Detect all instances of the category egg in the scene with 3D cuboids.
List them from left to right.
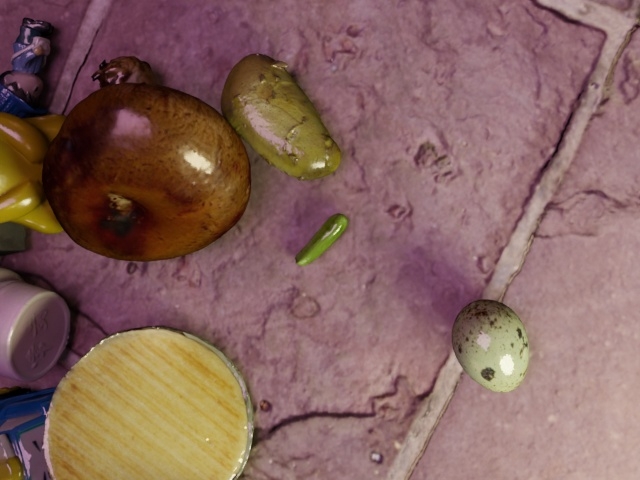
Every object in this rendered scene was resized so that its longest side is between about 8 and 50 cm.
[{"bbox_3d":[0.195,0.121,1.169,0.085,0.085,0.110,-19,98,21],"label":"egg"}]

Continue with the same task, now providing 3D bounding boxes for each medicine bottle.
[{"bbox_3d":[-0.483,0.100,1.408,0.255,0.152,0.152,14,95,24],"label":"medicine bottle"}]

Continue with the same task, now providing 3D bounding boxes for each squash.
[{"bbox_3d":[0.001,0.001,1.281,0.027,0.027,0.089,47,107,16],"label":"squash"}]

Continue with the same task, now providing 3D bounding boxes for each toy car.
[{"bbox_3d":[-0.360,0.281,1.356,0.314,0.166,0.198,-14,88,21],"label":"toy car"}]

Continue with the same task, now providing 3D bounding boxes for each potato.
[{"bbox_3d":[-0.051,-0.148,1.272,0.105,0.085,0.188,-41,78,-14],"label":"potato"}]

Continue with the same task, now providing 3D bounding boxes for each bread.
[{"bbox_3d":[-0.214,0.238,1.289,0.267,0.040,0.267,2,82,-16],"label":"bread"}]

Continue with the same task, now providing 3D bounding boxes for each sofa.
[{"bbox_3d":[-0.466,-0.052,1.461,0.085,0.060,0.147,-12,85,39],"label":"sofa"}]

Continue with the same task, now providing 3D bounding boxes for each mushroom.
[{"bbox_3d":[-0.205,-0.102,1.279,0.267,0.267,0.254,19,70,21],"label":"mushroom"}]

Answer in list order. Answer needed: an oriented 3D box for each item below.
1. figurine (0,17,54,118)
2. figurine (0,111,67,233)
[{"bbox_3d":[-0.412,-0.233,1.423,0.087,0.086,0.149,11,91,-9],"label":"figurine"},{"bbox_3d":[-0.449,-0.109,1.314,0.169,0.327,0.218,4,88,42],"label":"figurine"}]
